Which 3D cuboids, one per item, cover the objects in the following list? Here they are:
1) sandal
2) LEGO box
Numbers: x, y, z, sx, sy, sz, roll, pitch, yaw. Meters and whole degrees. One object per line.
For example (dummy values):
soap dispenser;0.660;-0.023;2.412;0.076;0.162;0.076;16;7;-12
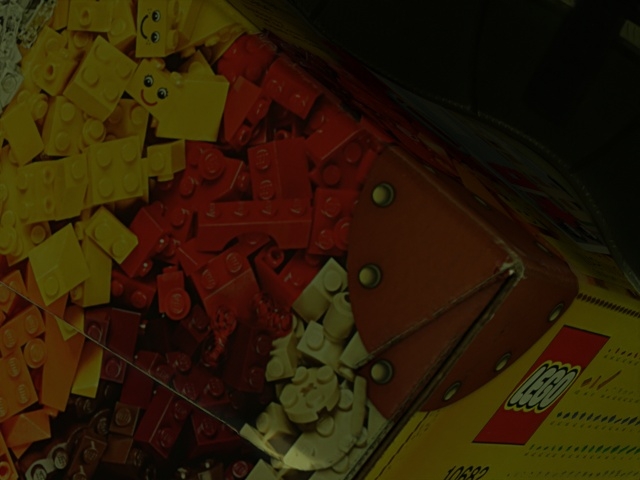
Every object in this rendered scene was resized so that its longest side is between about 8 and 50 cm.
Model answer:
sandal;0.118;-0.059;0.579;0.303;0.120;0.086;41;-163;11
LEGO box;0.000;0.000;0.792;0.372;0.193;0.500;43;-168;25
